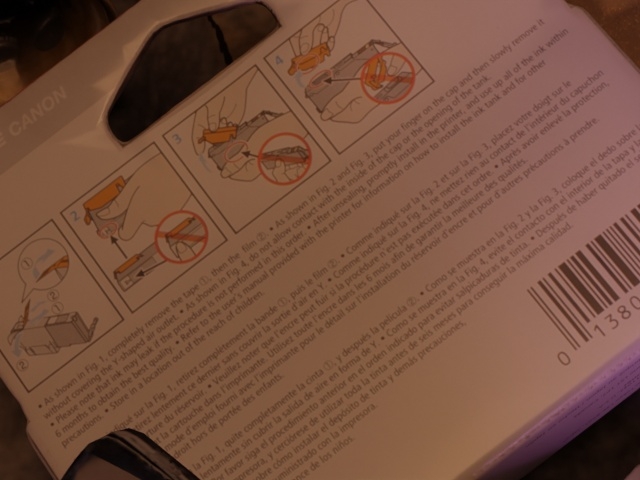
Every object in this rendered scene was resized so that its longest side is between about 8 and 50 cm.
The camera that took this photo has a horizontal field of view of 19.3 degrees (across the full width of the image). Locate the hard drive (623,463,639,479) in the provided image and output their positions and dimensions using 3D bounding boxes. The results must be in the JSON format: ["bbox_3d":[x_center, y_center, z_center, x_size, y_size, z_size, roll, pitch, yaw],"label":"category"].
[{"bbox_3d":[0.203,0.216,0.678,0.307,0.040,0.203,35,32,17],"label":"hard drive"}]

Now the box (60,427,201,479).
[{"bbox_3d":[0.015,0.269,0.540,0.293,0.395,0.212,36,74,17],"label":"box"}]

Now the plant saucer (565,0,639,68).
[{"bbox_3d":[0.113,-0.060,0.857,0.198,0.036,0.198,-3,72,10],"label":"plant saucer"}]

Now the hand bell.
[{"bbox_3d":[-0.173,-0.178,0.917,0.126,0.126,0.242,-13,55,-1],"label":"hand bell"}]

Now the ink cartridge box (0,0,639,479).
[{"bbox_3d":[0.000,0.000,0.807,0.296,0.066,0.261,-37,69,0],"label":"ink cartridge box"}]
